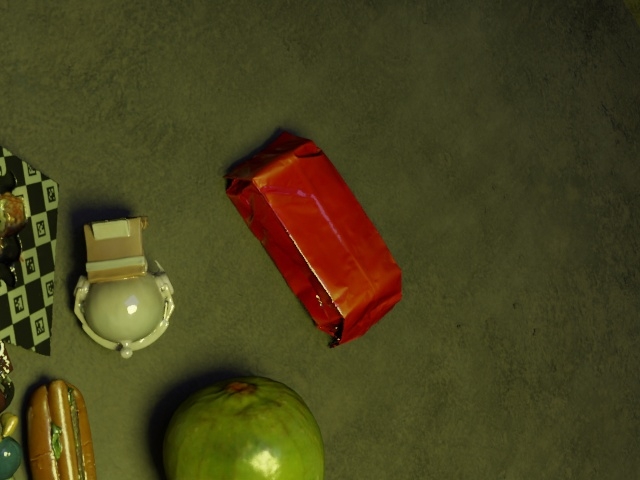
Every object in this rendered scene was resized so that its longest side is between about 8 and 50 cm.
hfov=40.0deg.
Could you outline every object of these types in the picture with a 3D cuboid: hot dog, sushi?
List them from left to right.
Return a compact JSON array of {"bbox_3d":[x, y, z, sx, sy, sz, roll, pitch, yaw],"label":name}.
[{"bbox_3d":[-0.483,0.015,1.322,0.264,0.050,0.290,51,36,-71],"label":"sushi"},{"bbox_3d":[-0.395,0.339,1.353,0.100,0.068,0.249,-6,83,-37],"label":"hot dog"}]

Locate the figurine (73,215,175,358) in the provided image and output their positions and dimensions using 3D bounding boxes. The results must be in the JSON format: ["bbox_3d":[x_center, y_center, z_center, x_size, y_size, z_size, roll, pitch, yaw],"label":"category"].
[{"bbox_3d":[-0.325,0.073,1.442,0.162,0.141,0.236,-10,87,-8],"label":"figurine"}]

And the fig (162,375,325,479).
[{"bbox_3d":[-0.113,0.385,1.444,0.258,0.258,0.326,-28,113,-37],"label":"fig"}]

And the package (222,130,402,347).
[{"bbox_3d":[-0.001,-0.001,1.685,0.196,0.123,0.423,-37,99,-33],"label":"package"}]

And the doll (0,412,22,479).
[{"bbox_3d":[-0.477,0.335,1.270,0.102,0.089,0.179,-24,125,-69],"label":"doll"}]

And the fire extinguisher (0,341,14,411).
[{"bbox_3d":[-0.560,0.265,1.224,0.341,0.105,0.141,-48,124,-31],"label":"fire extinguisher"}]
